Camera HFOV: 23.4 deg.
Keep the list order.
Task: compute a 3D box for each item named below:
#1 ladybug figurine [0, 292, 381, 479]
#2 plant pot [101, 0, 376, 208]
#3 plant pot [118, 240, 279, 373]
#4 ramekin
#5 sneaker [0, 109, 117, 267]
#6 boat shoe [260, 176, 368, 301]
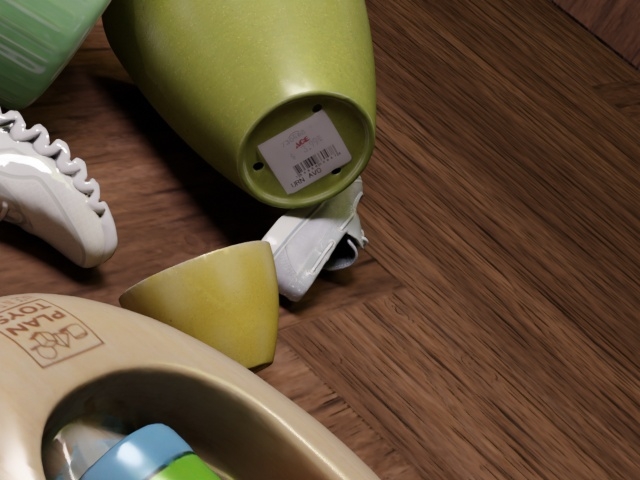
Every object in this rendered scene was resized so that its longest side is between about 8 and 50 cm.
[{"bbox_3d":[-0.093,0.212,0.946,0.449,0.162,0.305,43,35,19],"label":"ladybug figurine"},{"bbox_3d":[-0.054,-0.174,1.537,0.275,0.275,0.293,15,31,-32],"label":"plant pot"},{"bbox_3d":[-0.088,0.070,1.273,0.134,0.134,0.095,-8,74,-53],"label":"plant pot"},{"bbox_3d":[-0.273,-0.269,1.445,0.148,0.303,0.303,33,25,-18],"label":"ramekin"},{"bbox_3d":[-0.299,-0.069,1.303,0.292,0.110,0.118,42,62,-5],"label":"sneaker"},{"bbox_3d":[0.000,0.000,1.538,0.081,0.079,0.227,42,33,3],"label":"boat shoe"}]
